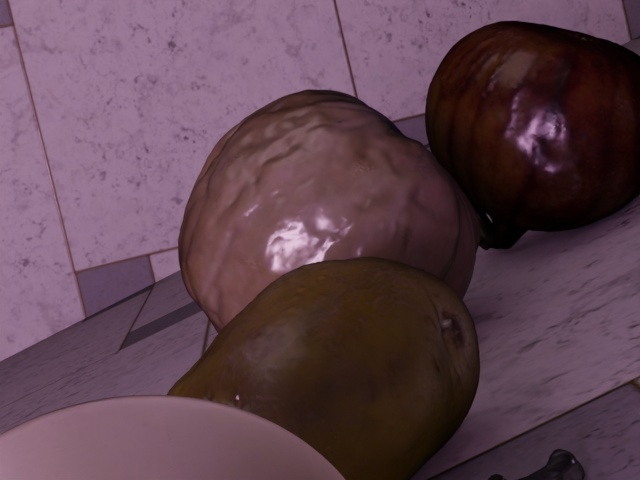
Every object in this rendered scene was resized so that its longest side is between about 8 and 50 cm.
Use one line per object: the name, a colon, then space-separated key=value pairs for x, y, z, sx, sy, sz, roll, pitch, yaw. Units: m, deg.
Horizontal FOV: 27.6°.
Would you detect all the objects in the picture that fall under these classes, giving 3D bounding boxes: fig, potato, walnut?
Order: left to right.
potato: x=0.001 y=0.092 z=0.747 sx=0.200 sy=0.137 sz=0.154 roll=-32 pitch=-21 yaw=-44
walnut: x=0.002 y=0.001 z=1.051 sx=0.248 sy=0.248 sz=0.248 roll=-25 pitch=7 yaw=3
fig: x=0.212 y=-0.102 z=1.216 sx=0.235 sy=0.214 sz=0.235 roll=-1 pitch=-3 yaw=0

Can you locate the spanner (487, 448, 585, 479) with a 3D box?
spanner: x=0.103 y=0.132 z=0.531 sx=0.054 sy=0.015 sz=0.254 roll=-25 pitch=6 yaw=2

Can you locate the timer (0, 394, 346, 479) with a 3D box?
timer: x=-0.033 y=0.168 z=0.315 sx=0.175 sy=0.175 sz=0.266 roll=-26 pitch=21 yaw=-5
